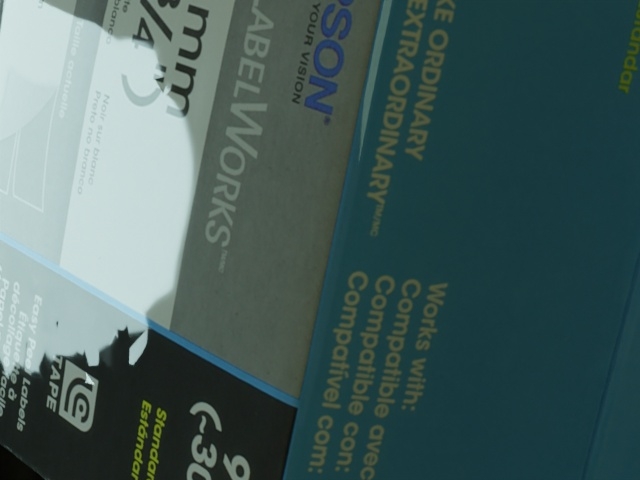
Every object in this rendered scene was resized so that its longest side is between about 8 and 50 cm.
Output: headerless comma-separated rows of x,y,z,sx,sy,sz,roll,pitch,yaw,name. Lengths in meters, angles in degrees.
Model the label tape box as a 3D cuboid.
0.002,-0.002,0.540,0.333,0.106,0.241,24,107,45,label tape box
